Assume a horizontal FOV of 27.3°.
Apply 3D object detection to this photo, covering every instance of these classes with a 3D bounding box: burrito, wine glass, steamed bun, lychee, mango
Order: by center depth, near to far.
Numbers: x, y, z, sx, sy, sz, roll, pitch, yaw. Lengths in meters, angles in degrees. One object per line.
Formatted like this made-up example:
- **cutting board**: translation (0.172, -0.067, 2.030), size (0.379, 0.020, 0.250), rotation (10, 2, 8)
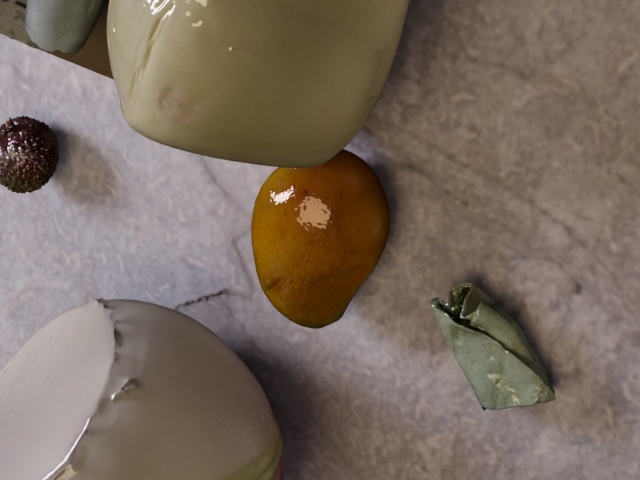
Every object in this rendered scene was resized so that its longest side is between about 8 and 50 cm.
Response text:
- **wine glass**: translation (-0.164, -0.237, 0.952), size (0.074, 0.074, 0.262), rotation (39, 135, 9)
- **steamed bun**: translation (-0.049, -0.154, 0.957), size (0.200, 0.154, 0.250), rotation (7, 136, -21)
- **burrito**: translation (0.140, 0.086, 1.079), size (0.074, 0.044, 0.118), rotation (-17, 107, 40)
- **mango**: translation (-0.005, -0.005, 1.099), size (0.115, 0.089, 0.165), rotation (33, 131, 1)
- **steamed bun**: translation (-0.155, 0.218, 1.194), size (0.309, 0.309, 0.309), rotation (14, 121, 25)
- **lychee**: translation (-0.280, -0.081, 1.240), size (0.067, 0.068, 0.083), rotation (51, 156, 38)

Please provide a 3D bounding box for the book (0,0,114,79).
- **book**: translation (-0.183, -0.226, 1.025), size (0.310, 0.021, 0.217), rotation (21, 133, -18)
